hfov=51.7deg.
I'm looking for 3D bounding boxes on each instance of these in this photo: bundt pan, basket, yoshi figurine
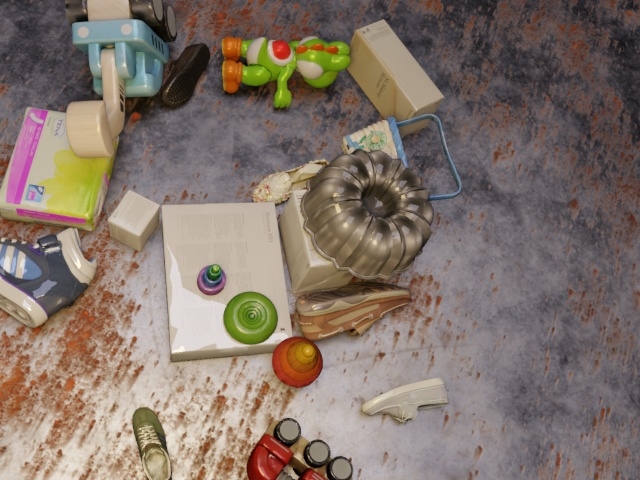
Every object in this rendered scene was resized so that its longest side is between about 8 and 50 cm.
[{"bbox_3d":[0.127,-0.078,1.555,0.331,0.124,0.330,9,62,-18],"label":"bundt pan"},{"bbox_3d":[0.217,-0.207,1.802,0.289,0.201,0.254,-12,68,-8],"label":"basket"},{"bbox_3d":[-0.095,-0.499,1.907,0.363,0.203,0.203,-2,25,0],"label":"yoshi figurine"}]

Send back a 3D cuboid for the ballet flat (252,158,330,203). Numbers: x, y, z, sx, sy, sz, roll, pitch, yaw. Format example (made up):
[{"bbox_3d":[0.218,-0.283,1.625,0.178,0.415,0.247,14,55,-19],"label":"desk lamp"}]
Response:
[{"bbox_3d":[-0.074,-0.167,1.783,0.241,0.077,0.091,-26,75,-22],"label":"ballet flat"}]

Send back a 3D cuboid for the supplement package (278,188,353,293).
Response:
[{"bbox_3d":[0.000,0.000,1.658,0.150,0.194,0.203,-6,69,-18],"label":"supplement package"}]

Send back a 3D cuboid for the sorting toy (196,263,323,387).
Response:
[{"bbox_3d":[-0.130,0.176,1.484,0.365,0.126,0.127,42,64,4],"label":"sorting toy"}]

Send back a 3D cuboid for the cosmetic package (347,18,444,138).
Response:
[{"bbox_3d":[0.210,-0.475,1.949,0.113,0.160,0.309,-27,74,-22],"label":"cosmetic package"}]

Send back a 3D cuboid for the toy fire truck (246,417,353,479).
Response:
[{"bbox_3d":[-0.082,0.551,1.431,0.217,0.158,0.246,36,53,3],"label":"toy fire truck"}]

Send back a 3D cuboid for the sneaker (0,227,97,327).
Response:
[{"bbox_3d":[-0.681,0.034,1.527,0.323,0.130,0.236,34,53,8],"label":"sneaker"}]

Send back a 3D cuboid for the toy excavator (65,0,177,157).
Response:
[{"bbox_3d":[-0.505,-0.415,1.651,0.223,0.433,0.444,-3,92,3],"label":"toy excavator"}]

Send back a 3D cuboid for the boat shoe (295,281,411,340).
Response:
[{"bbox_3d":[0.084,0.177,1.657,0.325,0.123,0.116,-8,102,-26],"label":"boat shoe"}]

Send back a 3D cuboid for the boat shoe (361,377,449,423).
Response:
[{"bbox_3d":[0.212,0.396,1.595,0.228,0.079,0.081,-11,65,-21],"label":"boat shoe"}]

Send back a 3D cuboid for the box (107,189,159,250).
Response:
[{"bbox_3d":[-0.456,-0.048,1.620,0.087,0.101,0.101,28,63,-1],"label":"box"}]

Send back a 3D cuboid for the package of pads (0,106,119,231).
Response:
[{"bbox_3d":[-0.638,-0.178,1.635,0.229,0.101,0.296,9,65,-10],"label":"package of pads"}]

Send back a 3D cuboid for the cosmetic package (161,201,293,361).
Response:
[{"bbox_3d":[-0.234,0.093,1.613,0.285,0.097,0.376,-3,67,-14],"label":"cosmetic package"}]

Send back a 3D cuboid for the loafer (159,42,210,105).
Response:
[{"bbox_3d":[-0.389,-0.464,1.851,0.079,0.080,0.220,13,60,29],"label":"loafer"}]

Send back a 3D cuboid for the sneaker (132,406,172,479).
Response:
[{"bbox_3d":[-0.361,0.447,1.426,0.064,0.086,0.192,-14,70,-19],"label":"sneaker"}]
